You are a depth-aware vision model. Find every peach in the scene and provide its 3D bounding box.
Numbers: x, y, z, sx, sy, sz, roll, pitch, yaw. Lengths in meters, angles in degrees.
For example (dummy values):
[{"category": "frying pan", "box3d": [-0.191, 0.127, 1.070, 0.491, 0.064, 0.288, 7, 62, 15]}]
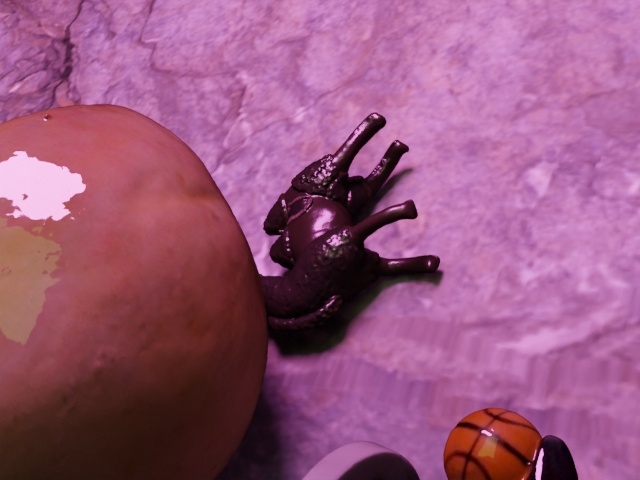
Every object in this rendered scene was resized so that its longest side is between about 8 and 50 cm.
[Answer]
[{"category": "peach", "box3d": [-0.167, 0.055, 0.613, 0.292, 0.247, 0.292, -36, 29, 24]}]

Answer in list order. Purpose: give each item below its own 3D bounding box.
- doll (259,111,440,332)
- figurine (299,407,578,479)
[{"category": "doll", "box3d": [0.000, 0.000, 0.691, 0.165, 0.057, 0.139, -28, 48, 14]}, {"category": "figurine", "box3d": [0.103, 0.173, 0.435, 0.236, 0.133, 0.176, 14, 65, 41]}]
